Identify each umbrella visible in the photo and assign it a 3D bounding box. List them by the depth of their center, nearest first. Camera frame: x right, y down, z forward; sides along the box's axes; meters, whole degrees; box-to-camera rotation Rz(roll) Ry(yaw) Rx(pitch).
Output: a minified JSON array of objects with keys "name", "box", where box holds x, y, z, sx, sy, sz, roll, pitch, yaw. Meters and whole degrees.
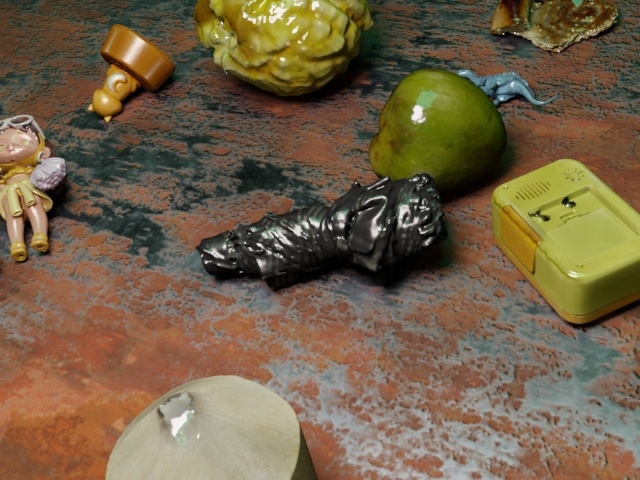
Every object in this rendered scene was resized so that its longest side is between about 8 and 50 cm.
[{"name":"umbrella","box":[0.002,0.007,1.152,0.337,0.128,0.154,-18,29,4]}]

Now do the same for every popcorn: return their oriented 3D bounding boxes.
[{"name":"popcorn","box":[-0.053,-0.366,1.423,0.282,0.247,0.282,-12,69,33]}]

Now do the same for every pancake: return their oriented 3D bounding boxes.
[{"name":"pancake","box":[0.387,-0.419,1.515,0.212,0.056,0.257,-14,45,-1]}]

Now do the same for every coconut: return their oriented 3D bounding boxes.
[{"name":"coconut","box":[-0.105,0.237,0.871,0.202,0.222,0.202,-11,41,10]}]

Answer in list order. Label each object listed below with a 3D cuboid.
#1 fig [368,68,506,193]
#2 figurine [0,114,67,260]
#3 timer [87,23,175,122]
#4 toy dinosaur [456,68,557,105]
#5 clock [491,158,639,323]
[{"name":"fig","box":[0.167,-0.148,1.228,0.191,0.181,0.181,9,45,-8]},{"name":"figurine","box":[-0.463,-0.084,1.345,0.175,0.115,0.240,-18,48,-1]},{"name":"timer","box":[-0.350,-0.280,1.529,0.132,0.132,0.152,29,82,34]},{"name":"toy dinosaur","box":[0.282,-0.241,1.374,0.080,0.045,0.197,-35,39,-25]},{"name":"clock","box":[0.318,-0.002,1.096,0.143,0.096,0.202,-24,45,-7]}]
